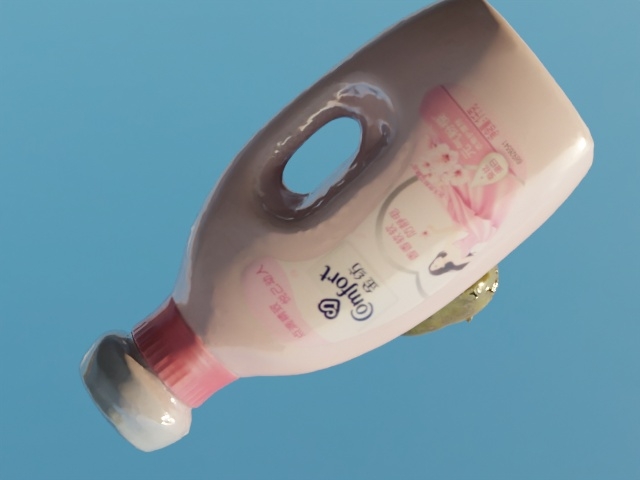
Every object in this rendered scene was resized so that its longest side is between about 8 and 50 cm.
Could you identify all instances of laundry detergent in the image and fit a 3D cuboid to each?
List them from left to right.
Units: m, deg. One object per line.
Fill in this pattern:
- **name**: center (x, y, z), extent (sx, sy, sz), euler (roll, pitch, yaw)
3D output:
- **laundry detergent**: center (0.000, 0.000, 0.784), extent (0.335, 0.088, 0.159), euler (-38, -86, 2)

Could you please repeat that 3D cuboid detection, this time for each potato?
- **potato**: center (0.089, 0.037, 1.123), extent (0.138, 0.092, 0.070), euler (-18, -177, 25)
